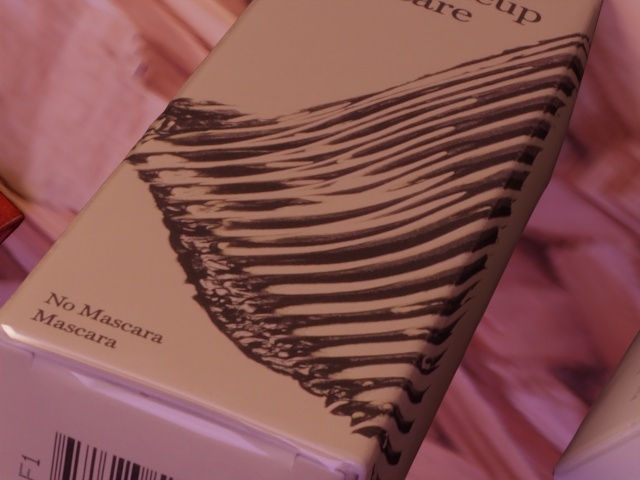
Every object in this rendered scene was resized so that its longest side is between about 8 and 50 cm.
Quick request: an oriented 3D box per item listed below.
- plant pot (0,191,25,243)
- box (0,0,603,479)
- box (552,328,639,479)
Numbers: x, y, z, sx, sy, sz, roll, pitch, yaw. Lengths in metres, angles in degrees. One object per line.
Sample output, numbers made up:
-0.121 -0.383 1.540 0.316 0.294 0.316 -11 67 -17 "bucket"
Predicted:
-0.336 0.012 0.810 0.236 0.267 0.267 52 128 0 "plant pot"
0.000 0.000 0.621 0.113 0.275 0.094 19 129 8 "box"
0.281 0.042 0.583 0.345 0.168 0.215 -33 98 38 "box"
